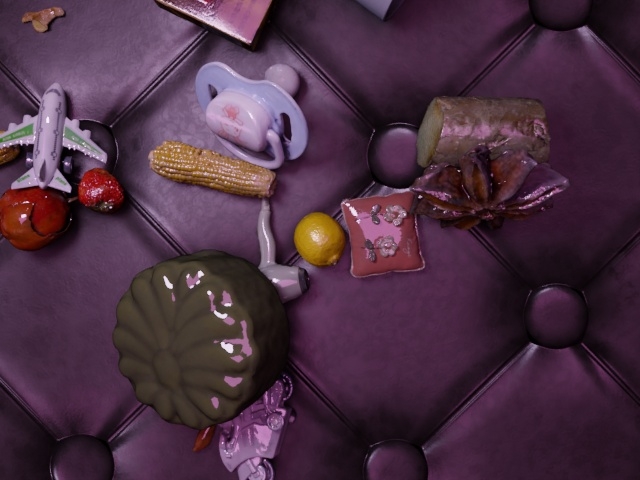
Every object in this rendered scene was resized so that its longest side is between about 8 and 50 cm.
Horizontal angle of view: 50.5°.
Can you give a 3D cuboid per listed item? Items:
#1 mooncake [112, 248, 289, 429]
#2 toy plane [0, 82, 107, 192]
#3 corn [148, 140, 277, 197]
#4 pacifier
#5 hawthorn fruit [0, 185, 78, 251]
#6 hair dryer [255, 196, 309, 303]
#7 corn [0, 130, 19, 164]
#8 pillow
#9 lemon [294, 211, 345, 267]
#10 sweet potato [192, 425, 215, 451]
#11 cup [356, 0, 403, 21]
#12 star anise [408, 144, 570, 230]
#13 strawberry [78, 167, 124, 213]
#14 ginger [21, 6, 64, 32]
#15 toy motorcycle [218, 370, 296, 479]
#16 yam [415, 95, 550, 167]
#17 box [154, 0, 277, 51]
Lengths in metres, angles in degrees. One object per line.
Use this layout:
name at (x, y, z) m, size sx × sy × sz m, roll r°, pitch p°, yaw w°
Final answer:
mooncake at (-0.250, 0.200, 1.381) m, size 0.356 × 0.194 × 0.357 m, roll 2°, pitch 95°, yaw 26°
toy plane at (-0.579, -0.217, 1.449) m, size 0.250 × 0.101 × 0.255 m, roll 4°, pitch 68°, yaw -11°
corn at (-0.236, -0.154, 1.467) m, size 0.288 × 0.086 × 0.087 m, roll 14°, pitch 91°, yaw 6°
pacifier at (-0.120, -0.286, 1.445) m, size 0.287 × 0.238 × 0.226 m, roll 25°, pitch 58°, yaw 25°
hawthorn fruit at (-0.604, -0.057, 1.460) m, size 0.172 × 0.148 × 0.148 m, roll -20°, pitch 90°, yaw -16°
hair dryer at (-0.168, 0.036, 1.498) m, size 0.229 × 0.092 × 0.267 m, roll -26°, pitch 76°, yaw 7°
corn at (-0.762, -0.182, 1.493) m, size 0.203 × 0.072 × 0.072 m, roll -22°, pitch 90°, yaw 2°
pillow at (0.138, -0.013, 1.479) m, size 0.171 × 0.075 × 0.179 m, roll -8°, pitch 92°, yaw -3°
lemon at (0.000, 0.000, 1.465) m, size 0.109 × 0.109 × 0.133 m, roll -38°, pitch 66°, yaw 1°
sweet potato at (-0.255, 0.432, 1.509) m, size 0.034 × 0.034 × 0.095 m, roll 28°, pitch 94°, yaw 0°
cup at (0.071, -0.631, 1.411) m, size 0.312 × 0.205 × 0.205 m, roll 36°, pitch 91°, yaw 1°
star anise at (0.334, -0.104, 1.378) m, size 0.331 × 0.332 × 0.118 m, roll 2°, pitch 73°, yaw 1°
strawberry at (-0.477, -0.108, 1.480) m, size 0.106 × 0.106 × 0.106 m, roll 0°, pitch 91°, yaw 1°
ginger at (-0.617, -0.490, 1.506) m, size 0.097 × 0.030 × 0.048 m, roll -10°, pitch 89°, yaw 2°
toy motorcycle at (-0.152, 0.402, 1.477) m, size 0.170 × 0.110 × 0.260 m, roll 12°, pitch 86°, yaw 12°
yam at (0.345, -0.226, 1.432) m, size 0.267 × 0.161 × 0.161 m, roll 2°, pitch 91°, yaw 1°
box at (-0.223, -0.539, 1.483) m, size 0.240 × 0.071 × 0.159 m, roll 27°, pitch 93°, yaw 0°
